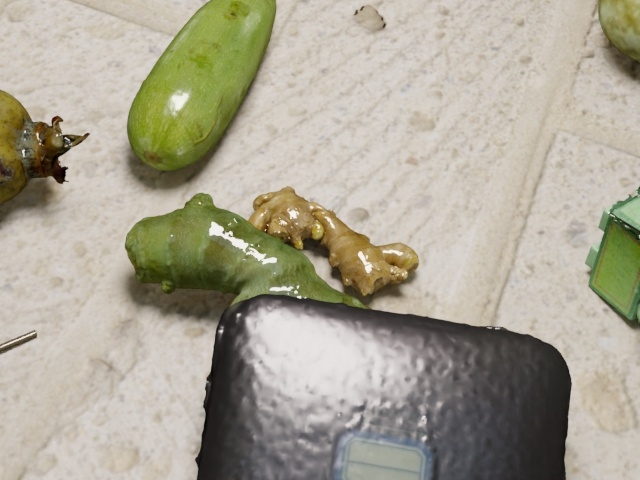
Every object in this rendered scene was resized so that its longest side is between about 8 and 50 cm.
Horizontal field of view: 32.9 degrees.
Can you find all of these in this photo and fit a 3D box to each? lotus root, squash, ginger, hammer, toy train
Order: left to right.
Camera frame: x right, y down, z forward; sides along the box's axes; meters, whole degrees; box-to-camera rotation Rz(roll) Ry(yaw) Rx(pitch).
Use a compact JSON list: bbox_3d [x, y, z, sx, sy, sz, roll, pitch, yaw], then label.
[{"bbox_3d":[-0.394,-0.105,1.213,0.278,0.154,0.154,-1,55,-6],"label":"lotus root"},{"bbox_3d":[-0.350,0.117,1.134,0.110,0.019,0.035,-24,61,-26],"label":"hammer"},{"bbox_3d":[-0.132,-0.230,1.358,0.118,0.118,0.370,21,52,7],"label":"squash"},{"bbox_3d":[-0.076,0.056,1.167,0.290,0.089,0.137,40,97,3],"label":"ginger"},{"bbox_3d":[0.000,0.000,1.250,0.193,0.052,0.176,-20,65,-20],"label":"ginger"},{"bbox_3d":[0.451,0.012,1.252,0.271,0.159,0.188,-28,53,-25],"label":"toy train"}]

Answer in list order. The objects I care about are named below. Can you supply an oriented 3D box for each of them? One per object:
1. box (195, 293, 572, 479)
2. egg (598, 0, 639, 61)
[{"bbox_3d":[0.056,0.232,1.038,0.359,0.091,0.350,8,64,-3],"label":"box"},{"bbox_3d":[0.513,-0.344,1.467,0.289,0.238,0.238,-27,60,-1],"label":"egg"}]
